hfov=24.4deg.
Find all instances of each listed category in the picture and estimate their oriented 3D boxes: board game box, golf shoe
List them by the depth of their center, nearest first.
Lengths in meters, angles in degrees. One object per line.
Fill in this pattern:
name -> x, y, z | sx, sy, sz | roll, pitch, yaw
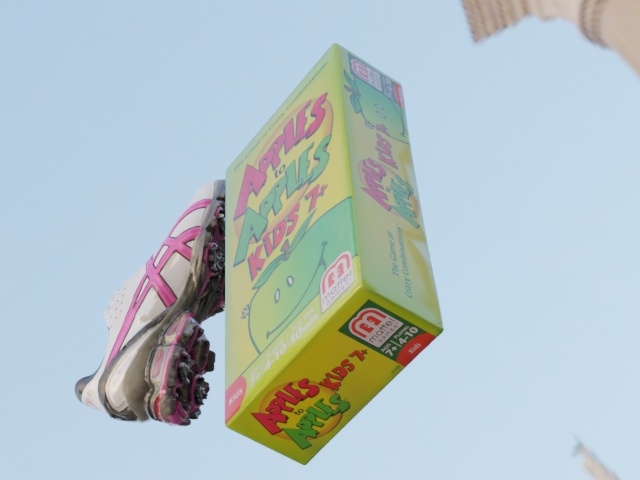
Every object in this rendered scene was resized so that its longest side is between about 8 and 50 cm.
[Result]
board game box -> 0.000, 0.000, 0.655 | 0.043, 0.181, 0.092 | 29, -59, -23
golf shoe -> -0.101, 0.032, 0.961 | 0.086, 0.186, 0.067 | 3, -38, 21
